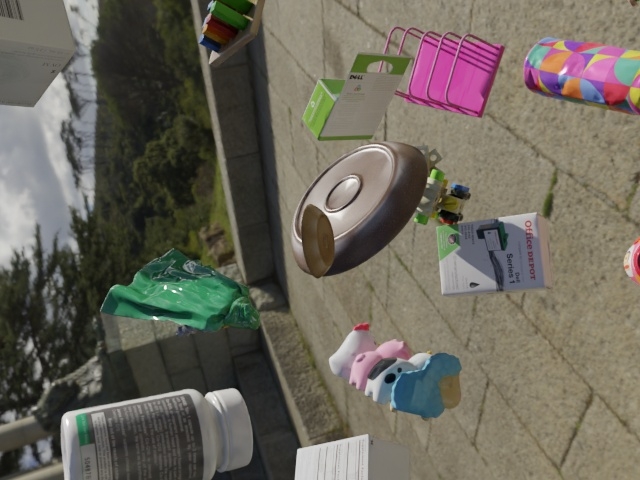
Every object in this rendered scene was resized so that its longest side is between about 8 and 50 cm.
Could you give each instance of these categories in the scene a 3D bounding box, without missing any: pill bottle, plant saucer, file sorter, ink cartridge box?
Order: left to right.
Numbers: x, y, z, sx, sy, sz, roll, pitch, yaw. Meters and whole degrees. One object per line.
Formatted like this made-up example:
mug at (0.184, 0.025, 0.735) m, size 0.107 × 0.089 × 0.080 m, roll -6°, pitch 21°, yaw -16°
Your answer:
pill bottle at (-0.339, 0.427, 1.208) m, size 0.204 × 0.361 × 0.204 m, roll 16°, pitch 108°, yaw 61°
plant saucer at (0.000, 0.000, 0.638) m, size 0.083 × 0.015 × 0.083 m, roll -6°, pitch -90°, yaw -71°
plant saucer at (0.053, -0.074, 1.065) m, size 0.050 × 0.310 × 0.310 m, roll 42°, pitch -175°, yaw -31°
ink cartridge box at (0.091, -0.383, 1.467) m, size 0.097 × 0.189 × 0.255 m, roll 55°, pitch 137°, yaw 30°
file sorter at (0.330, -0.494, 1.661) m, size 0.291 × 0.182 × 0.202 m, roll 28°, pitch 107°, yaw 46°
ink cartridge box at (0.375, 0.035, 1.245) m, size 0.092 × 0.219 × 0.160 m, roll 13°, pitch -109°, yaw -58°

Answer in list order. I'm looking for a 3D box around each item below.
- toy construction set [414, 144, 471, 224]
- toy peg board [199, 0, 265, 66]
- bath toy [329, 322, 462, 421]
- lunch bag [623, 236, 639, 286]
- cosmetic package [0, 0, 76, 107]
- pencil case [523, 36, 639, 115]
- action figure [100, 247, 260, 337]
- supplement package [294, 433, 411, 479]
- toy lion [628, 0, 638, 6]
toy construction set at (0.236, -0.121, 1.344) m, size 0.328 × 0.215 × 0.151 m, roll -37°, pitch -36°, yaw -61°
toy peg board at (-0.170, -0.425, 1.040) m, size 0.161 × 0.079 × 0.161 m, roll -9°, pitch 65°, yaw 53°
bath toy at (0.136, 0.246, 1.141) m, size 0.348 × 0.151 × 0.129 m, roll 2°, pitch 74°, yaw 68°
lunch bag at (0.710, 0.005, 1.032) m, size 0.258 × 0.293 × 0.120 m, roll 47°, pitch -174°, yaw 17°
cosmetic package at (-0.618, -0.364, 1.070) m, size 0.225 × 0.224 × 0.138 m, roll -25°, pitch 79°, yaw 41°
pencil case at (0.440, -0.260, 0.912) m, size 0.236 × 0.104 × 0.104 m, roll 34°, pitch 139°, yaw 49°
action figure at (-0.163, 0.077, 0.740) m, size 0.232 × 0.137 × 0.063 m, roll 9°, pitch 137°, yaw 40°
supplement package at (0.068, 0.528, 1.284) m, size 0.244 × 0.139 × 0.134 m, roll -31°, pitch 44°, yaw 43°
toy lion at (0.476, -0.421, 0.905) m, size 0.034 × 0.096 × 0.100 m, roll -31°, pitch 50°, yaw 37°
